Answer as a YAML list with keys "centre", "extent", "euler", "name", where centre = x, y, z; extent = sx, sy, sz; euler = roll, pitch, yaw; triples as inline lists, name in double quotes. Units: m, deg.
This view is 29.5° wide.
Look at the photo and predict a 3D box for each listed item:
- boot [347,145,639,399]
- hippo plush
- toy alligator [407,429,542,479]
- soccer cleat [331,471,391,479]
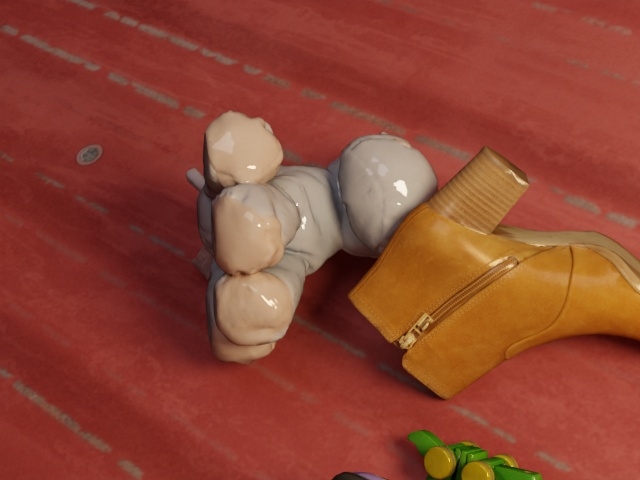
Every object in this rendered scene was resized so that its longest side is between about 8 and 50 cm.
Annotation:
- centre: [0.190, 0.075, 1.128]
  extent: [0.295, 0.104, 0.211]
  euler: [38, 106, 2]
  name: "boot"
- centre: [0.000, 0.000, 1.226]
  extent: [0.236, 0.294, 0.234]
  euler: [-4, 80, -11]
  name: "hippo plush"
- centre: [0.151, 0.215, 1.056]
  extent: [0.189, 0.056, 0.051]
  euler: [16, 99, 37]
  name: "toy alligator"
- centre: [0.135, 0.259, 0.954]
  extent: [0.116, 0.109, 0.318]
  euler: [-22, 29, -37]
  name: "soccer cleat"
